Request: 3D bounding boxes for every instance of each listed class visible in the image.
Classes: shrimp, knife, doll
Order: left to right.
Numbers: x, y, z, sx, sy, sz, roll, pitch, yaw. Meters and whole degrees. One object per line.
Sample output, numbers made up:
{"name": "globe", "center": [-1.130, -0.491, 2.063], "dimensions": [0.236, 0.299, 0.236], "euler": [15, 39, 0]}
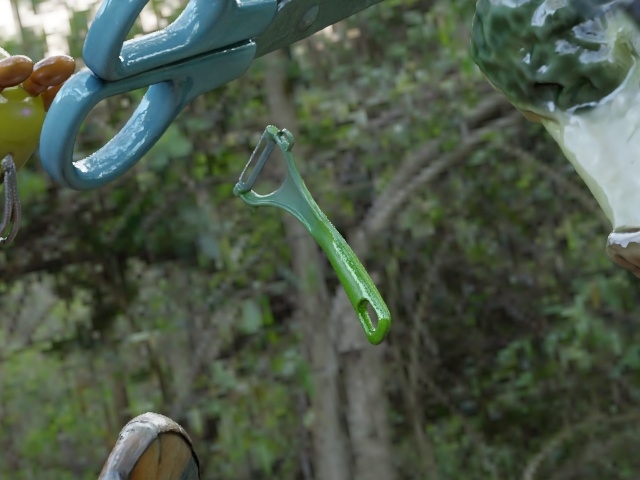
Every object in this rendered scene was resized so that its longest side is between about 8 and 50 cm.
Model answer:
{"name": "doll", "center": [-0.263, -0.064, 1.256], "dimensions": [0.221, 0.135, 0.143], "euler": [-40, -19, 28]}
{"name": "shrimp", "center": [-0.144, 0.249, 1.349], "dimensions": [0.054, 0.222, 0.290], "euler": [15, -10, 9]}
{"name": "knife", "center": [0.002, -0.001, 1.172], "dimensions": [0.022, 0.166, 0.078], "euler": [-21, -27, -35]}

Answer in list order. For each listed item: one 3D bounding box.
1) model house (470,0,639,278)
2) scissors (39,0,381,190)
{"name": "model house", "center": [0.264, -0.097, 0.905], "dimensions": [0.261, 0.266, 0.321], "euler": [27, -66, -30]}
{"name": "scissors", "center": [-0.034, -0.154, 1.235], "dimensions": [0.447, 0.029, 0.192], "euler": [-27, -29, -55]}
